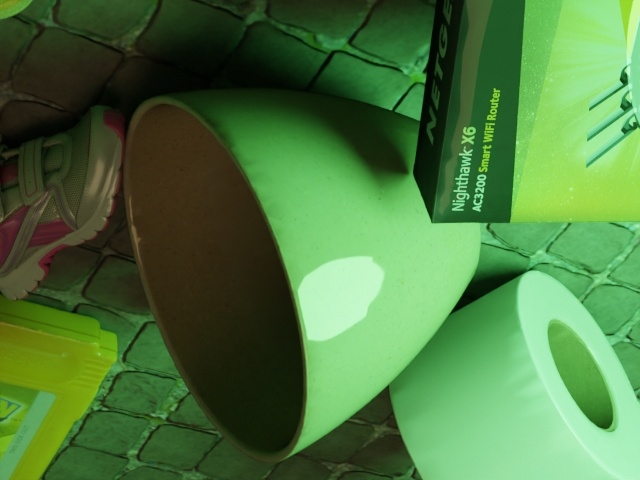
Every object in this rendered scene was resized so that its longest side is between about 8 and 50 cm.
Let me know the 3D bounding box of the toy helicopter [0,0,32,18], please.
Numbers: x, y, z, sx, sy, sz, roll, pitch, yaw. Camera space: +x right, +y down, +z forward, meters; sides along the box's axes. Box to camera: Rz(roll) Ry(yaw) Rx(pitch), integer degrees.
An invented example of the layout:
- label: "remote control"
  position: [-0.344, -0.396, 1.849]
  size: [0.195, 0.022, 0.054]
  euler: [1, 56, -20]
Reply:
- label: "toy helicopter"
  position: [-0.379, -0.141, 1.212]
  size: [0.355, 0.140, 0.235]
  euler: [-42, 121, 4]

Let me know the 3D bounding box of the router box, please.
- label: "router box"
  position: [0.212, -0.160, 1.152]
  size: [0.243, 0.081, 0.309]
  euler: [-1, 124, -9]

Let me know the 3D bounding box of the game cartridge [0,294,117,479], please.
- label: "game cartridge"
  position: [-0.406, 0.170, 1.631]
  size: [0.285, 0.052, 0.323]
  euler: [15, 135, -23]

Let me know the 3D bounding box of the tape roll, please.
- label: "tape roll"
  position: [0.208, 0.176, 1.570]
  size: [0.169, 0.246, 0.246]
  euler: [-31, 132, 25]

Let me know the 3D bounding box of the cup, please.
- label: "cup"
  position: [0.000, 0.000, 1.338]
  size: [0.237, 0.331, 0.331]
  euler: [-20, 144, -26]

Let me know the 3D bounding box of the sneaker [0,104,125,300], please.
- label: "sneaker"
  position: [-0.269, -0.040, 1.377]
  size: [0.111, 0.103, 0.252]
  euler: [24, 129, -32]

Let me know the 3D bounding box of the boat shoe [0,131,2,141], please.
- label: "boat shoe"
  position: [-0.363, -0.072, 1.367]
  size: [0.153, 0.056, 0.048]
  euler: [-31, 128, 15]
